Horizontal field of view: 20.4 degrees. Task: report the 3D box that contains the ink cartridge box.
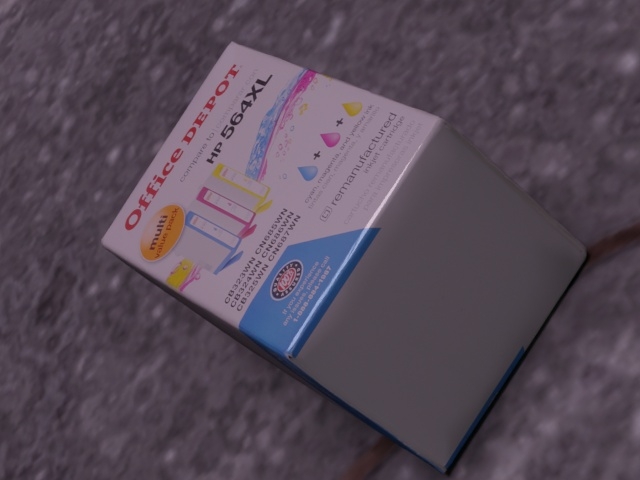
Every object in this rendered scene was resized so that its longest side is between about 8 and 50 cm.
[{"bbox_3d":[0.000,0.000,0.623,0.143,0.090,0.092,26,81,50],"label":"ink cartridge box"}]
